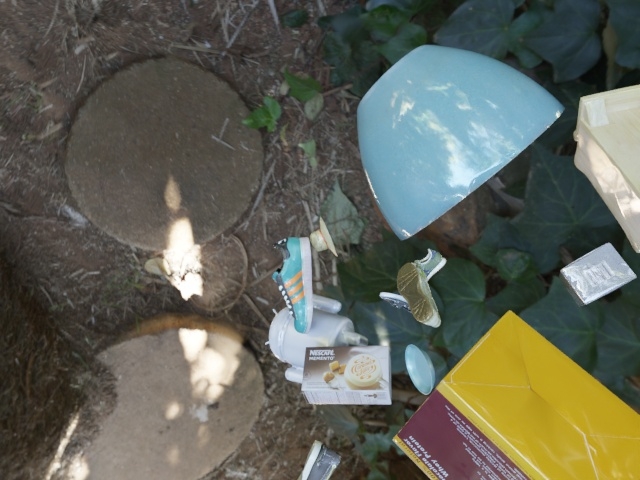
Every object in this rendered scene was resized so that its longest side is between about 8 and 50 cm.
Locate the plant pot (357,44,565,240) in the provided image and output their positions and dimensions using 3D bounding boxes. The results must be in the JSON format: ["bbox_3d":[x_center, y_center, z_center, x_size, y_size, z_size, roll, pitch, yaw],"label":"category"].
[{"bbox_3d":[0.168,-0.167,0.728,0.290,0.290,0.195,-40,88,-5],"label":"plant pot"}]

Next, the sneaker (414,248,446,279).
[{"bbox_3d":[0.375,0.112,1.847,0.086,0.064,0.192,43,95,-11],"label":"sneaker"}]

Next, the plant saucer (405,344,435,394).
[{"bbox_3d":[0.240,0.302,1.168,0.021,0.119,0.119,-12,117,-17],"label":"plant saucer"}]

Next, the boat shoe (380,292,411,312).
[{"bbox_3d":[0.260,0.206,1.626,0.142,0.049,0.040,18,74,-12],"label":"boat shoe"}]

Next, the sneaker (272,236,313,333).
[{"bbox_3d":[-0.089,0.141,1.528,0.121,0.108,0.302,-3,91,-8],"label":"sneaker"}]

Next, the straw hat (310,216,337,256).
[{"bbox_3d":[0.000,0.000,1.568,0.061,0.144,0.144,-23,121,-2],"label":"straw hat"}]

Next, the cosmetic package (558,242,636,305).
[{"bbox_3d":[0.667,0.090,1.205,0.127,0.107,0.238,-35,162,14],"label":"cosmetic package"}]

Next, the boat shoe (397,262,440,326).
[{"bbox_3d":[0.201,0.110,1.004,0.056,0.153,0.048,-42,128,18],"label":"boat shoe"}]

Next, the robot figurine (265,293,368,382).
[{"bbox_3d":[-0.025,0.332,1.650,0.200,0.354,0.299,45,60,-59],"label":"robot figurine"}]

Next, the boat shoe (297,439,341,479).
[{"bbox_3d":[-0.019,0.560,1.130,0.069,0.081,0.227,22,116,4],"label":"boat shoe"}]

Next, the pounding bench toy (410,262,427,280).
[{"bbox_3d":[0.337,0.130,1.788,0.052,0.083,0.065,13,128,-28],"label":"pounding bench toy"}]

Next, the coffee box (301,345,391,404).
[{"bbox_3d":[0.079,0.390,1.432,0.247,0.141,0.098,-3,139,11],"label":"coffee box"}]

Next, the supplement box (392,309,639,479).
[{"bbox_3d":[0.213,0.223,0.549,0.129,0.191,0.194,-34,154,-31],"label":"supplement box"}]

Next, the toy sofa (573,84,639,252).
[{"bbox_3d":[0.671,-0.156,1.018,0.150,0.362,0.177,-12,132,9],"label":"toy sofa"}]
